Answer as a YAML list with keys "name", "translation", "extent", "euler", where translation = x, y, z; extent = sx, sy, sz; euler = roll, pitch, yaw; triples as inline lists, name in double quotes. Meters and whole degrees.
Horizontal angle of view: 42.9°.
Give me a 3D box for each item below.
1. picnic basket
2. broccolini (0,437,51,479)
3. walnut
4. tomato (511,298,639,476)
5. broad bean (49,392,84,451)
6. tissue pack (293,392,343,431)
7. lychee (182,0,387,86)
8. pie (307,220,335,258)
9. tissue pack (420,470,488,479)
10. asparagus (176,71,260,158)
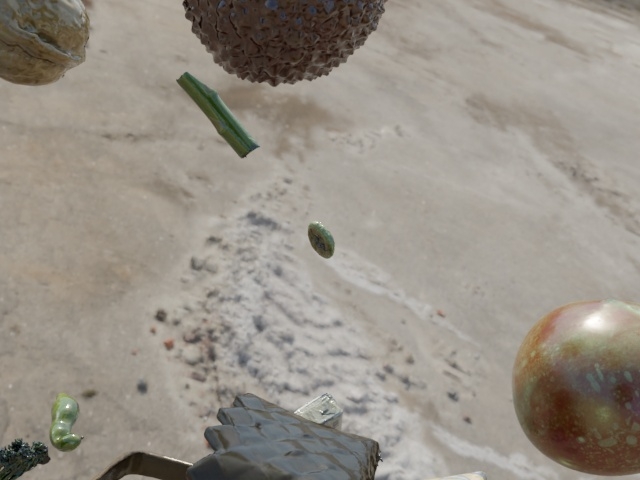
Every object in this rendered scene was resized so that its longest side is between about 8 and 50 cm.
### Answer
- name: "picnic basket"
  translation: [-0.111, 0.323, 0.886]
  extent: [0.320, 0.291, 0.254]
  euler: [13, 8, 8]
- name: "broccolini"
  translation: [-0.608, 0.484, 1.608]
  extent: [0.123, 0.272, 0.062]
  euler: [1, 38, -35]
- name: "walnut"
  translation: [-0.486, -0.349, 1.298]
  extent: [0.245, 0.198, 0.198]
  euler: [26, 19, -33]
- name: "tomato"
  translation: [0.405, 0.192, 1.158]
  extent: [0.270, 0.223, 0.270]
  euler: [-1, 18, 0]
- name: "broad bean"
  translation: [-0.536, 0.376, 1.706]
  extent: [0.070, 0.048, 0.213]
  euler: [-30, 30, -10]
- name: "tissue pack"
  translation: [-0.005, 0.236, 1.038]
  extent: [0.062, 0.083, 0.042]
  euler: [-31, 62, -18]
- name: "lychee"
  translation: [-0.040, -0.328, 1.016]
  extent: [0.275, 0.276, 0.304]
  euler: [13, 17, -16]
- name: "pie"
  translation: [0.000, 0.002, 1.623]
  extent: [0.021, 0.084, 0.084]
  euler: [-25, 47, -28]
- name: "tissue pack"
  translation: [0.173, 0.355, 1.011]
  extent: [0.108, 0.060, 0.148]
  euler: [-10, 20, 0]
- name: "asparagus"
  translation: [-0.176, -0.217, 1.396]
  extent: [0.178, 0.045, 0.041]
  euler: [50, -8, -8]
